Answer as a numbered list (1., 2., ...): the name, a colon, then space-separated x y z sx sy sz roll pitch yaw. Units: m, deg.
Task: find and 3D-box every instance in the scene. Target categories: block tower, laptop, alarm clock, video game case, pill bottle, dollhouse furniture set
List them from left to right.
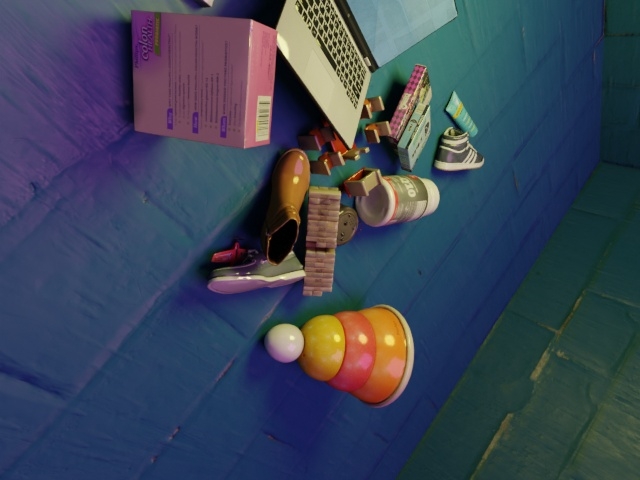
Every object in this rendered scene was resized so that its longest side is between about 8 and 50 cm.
1. block tower: 0.000 0.000 1.238 0.090 0.097 0.336 3 119 -4
2. alarm clock: 0.077 -0.048 1.354 0.191 0.064 0.130 4 106 -48
3. dollhouse furniture set: 0.076 -0.260 1.232 0.262 0.135 0.259 -38 120 -26
4. laptop: 0.129 -0.488 0.953 0.382 0.236 0.409 40 60 -53
5. pill bottle: 0.267 -0.140 1.419 0.283 0.161 0.162 -10 116 -41
6. video game case: 0.288 -0.407 1.347 0.232 0.041 0.210 -66 160 3

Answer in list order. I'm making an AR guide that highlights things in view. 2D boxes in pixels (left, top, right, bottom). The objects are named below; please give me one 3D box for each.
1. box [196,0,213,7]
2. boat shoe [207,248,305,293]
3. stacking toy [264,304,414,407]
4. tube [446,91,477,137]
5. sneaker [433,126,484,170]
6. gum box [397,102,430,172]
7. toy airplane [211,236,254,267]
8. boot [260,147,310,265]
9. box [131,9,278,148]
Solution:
1. box: -0.240 -0.584 0.811 0.145 0.038 0.186 22 94 -47
2. boat shoe: -0.174 0.076 1.135 0.319 0.116 0.099 -1 69 -48
3. stacking toy: 0.034 0.350 1.388 0.479 0.350 0.351 17 97 -27
4. tube: 0.542 -0.476 1.614 0.207 0.052 0.080 33 74 -41
5. sneaker: 0.563 -0.364 1.645 0.282 0.099 0.153 -14 120 -36
6. gum box: 0.306 -0.328 1.359 0.157 0.041 0.184 -64 160 -5
7. toy airplane: -0.236 0.062 1.124 0.151 0.028 0.151 -28 129 -40
8. boot: -0.089 -0.087 1.055 0.108 0.220 0.284 22 102 -13
9. box: -0.220 -0.303 0.799 0.117 0.242 0.214 -45 144 -66
